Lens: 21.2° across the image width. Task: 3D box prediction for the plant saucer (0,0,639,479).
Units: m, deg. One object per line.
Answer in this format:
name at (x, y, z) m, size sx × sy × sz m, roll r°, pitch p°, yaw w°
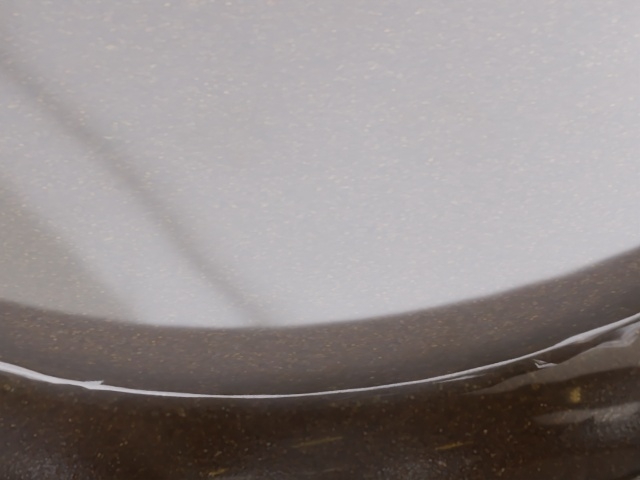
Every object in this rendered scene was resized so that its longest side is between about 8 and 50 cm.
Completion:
plant saucer at (0.000, 0.000, 0.397) m, size 0.311 × 0.050 × 0.310 m, roll -4°, pitch 153°, yaw -2°
